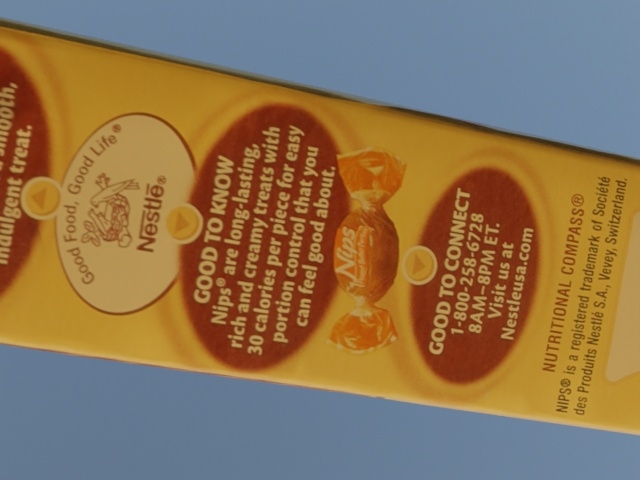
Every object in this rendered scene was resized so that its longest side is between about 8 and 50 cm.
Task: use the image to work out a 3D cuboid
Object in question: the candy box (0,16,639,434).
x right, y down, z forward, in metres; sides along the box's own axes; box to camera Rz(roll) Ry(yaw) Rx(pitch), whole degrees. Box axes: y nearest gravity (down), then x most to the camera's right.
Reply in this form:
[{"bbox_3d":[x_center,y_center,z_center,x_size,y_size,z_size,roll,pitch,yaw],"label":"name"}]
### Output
[{"bbox_3d":[0.000,0.000,0.440,0.317,0.183,0.087,11,-91,-18],"label":"candy box"}]
